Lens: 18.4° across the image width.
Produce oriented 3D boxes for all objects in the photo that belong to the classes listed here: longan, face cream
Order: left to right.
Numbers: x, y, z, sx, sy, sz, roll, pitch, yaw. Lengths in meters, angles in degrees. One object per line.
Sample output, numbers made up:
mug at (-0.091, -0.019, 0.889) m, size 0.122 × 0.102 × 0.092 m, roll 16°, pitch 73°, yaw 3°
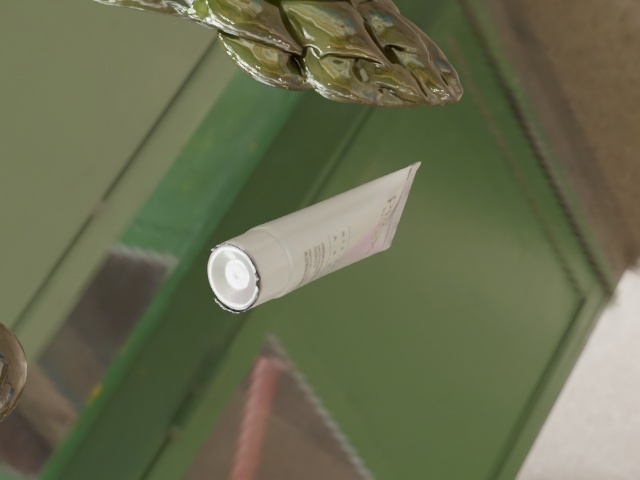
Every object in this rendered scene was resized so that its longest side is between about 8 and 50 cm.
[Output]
longan at (-0.311, 0.119, 1.737) m, size 0.106 × 0.119 × 0.106 m, roll 13°, pitch 125°, yaw 19°
face cream at (0.000, 0.000, 1.630) m, size 0.058 × 0.243 × 0.092 m, roll 36°, pitch 124°, yaw 23°

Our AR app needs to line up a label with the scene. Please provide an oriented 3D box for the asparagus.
asparagus at (-0.037, -0.123, 0.998) m, size 0.287 × 0.080 × 0.080 m, roll 20°, pitch 163°, yaw -33°
